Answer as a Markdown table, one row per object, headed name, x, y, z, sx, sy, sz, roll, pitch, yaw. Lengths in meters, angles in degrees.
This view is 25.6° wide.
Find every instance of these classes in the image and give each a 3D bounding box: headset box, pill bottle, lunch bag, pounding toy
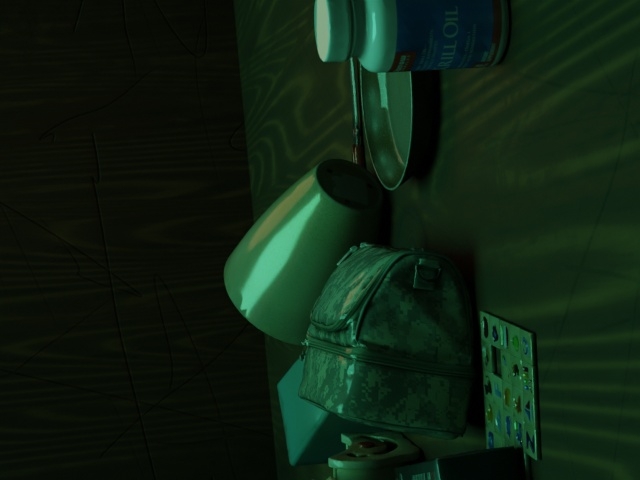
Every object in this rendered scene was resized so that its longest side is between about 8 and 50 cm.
| name | x | y | z | sx | sy | sz | roll | pitch | yaw |
| --- | --- | --- | --- | --- | --- | --- | --- | --- | --- |
| headset box | 0.193 | 0.387 | 1.834 | 0.293 | 0.110 | 0.218 | 129 | 132 | -76 |
| pill bottle | 0.109 | -0.268 | 1.726 | 0.124 | 0.222 | 0.124 | 175 | 90 | -79 |
| lunch bag | 0.099 | 0.132 | 2.030 | 0.305 | 0.213 | 0.256 | 180 | 102 | -78 |
| pounding toy | 0.086 | 0.412 | 2.303 | 0.269 | 0.154 | 0.154 | -158 | 64 | -78 |

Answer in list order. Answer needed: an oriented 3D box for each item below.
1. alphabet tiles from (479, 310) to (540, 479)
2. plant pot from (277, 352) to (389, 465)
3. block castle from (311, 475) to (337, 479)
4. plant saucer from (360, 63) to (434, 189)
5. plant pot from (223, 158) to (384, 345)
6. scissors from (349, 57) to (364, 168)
| name | x | y | z | sx | sy | sz | roll | pitch | yaw |
| --- | --- | --- | --- | --- | --- | --- | --- | --- | --- |
| alphabet tiles | 0.243 | 0.220 | 1.802 | 0.198 | 0.009 | 0.237 | -156 | 61 | -77 |
| plant pot | 0.040 | 0.274 | 2.491 | 0.234 | 0.166 | 0.165 | 116 | 148 | -56 |
| block castle | 0.016 | 0.581 | 2.253 | 0.303 | 0.213 | 0.453 | 40 | 157 | 9 |
| plant saucer | 0.118 | -0.233 | 2.146 | 0.310 | 0.050 | 0.310 | 175 | 90 | -79 |
| plant pot | 0.000 | 0.000 | 2.438 | 0.256 | 0.257 | 0.274 | -105 | 34 | -42 |
| scissors | 0.069 | -0.172 | 2.506 | 0.109 | 0.021 | 0.297 | -118 | 27 | -68 |
